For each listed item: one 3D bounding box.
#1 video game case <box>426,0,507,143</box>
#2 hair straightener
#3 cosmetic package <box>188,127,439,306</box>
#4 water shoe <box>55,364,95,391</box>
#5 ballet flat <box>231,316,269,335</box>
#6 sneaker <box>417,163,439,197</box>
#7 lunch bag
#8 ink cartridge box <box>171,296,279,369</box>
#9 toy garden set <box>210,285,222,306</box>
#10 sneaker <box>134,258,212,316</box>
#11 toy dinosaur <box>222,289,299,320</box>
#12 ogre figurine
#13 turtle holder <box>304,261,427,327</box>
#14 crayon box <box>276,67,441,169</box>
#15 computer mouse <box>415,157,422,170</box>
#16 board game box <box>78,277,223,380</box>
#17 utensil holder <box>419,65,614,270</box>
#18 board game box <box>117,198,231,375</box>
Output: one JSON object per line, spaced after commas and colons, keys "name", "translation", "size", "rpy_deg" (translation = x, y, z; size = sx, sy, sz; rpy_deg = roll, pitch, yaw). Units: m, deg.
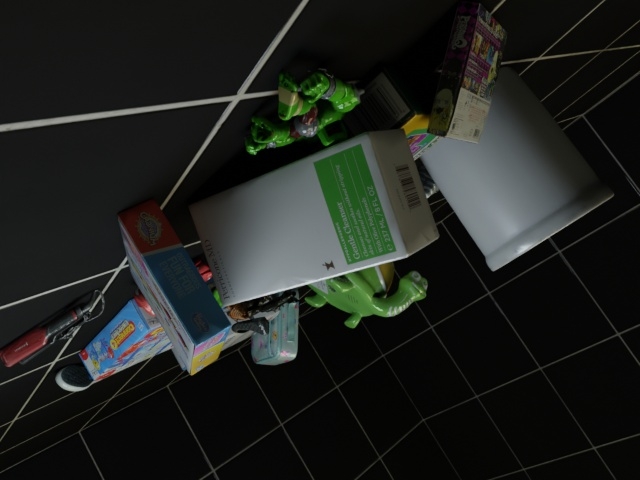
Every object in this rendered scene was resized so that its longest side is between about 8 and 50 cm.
{"name": "video game case", "translation": [0.259, -0.278, 1.059], "size": [0.232, 0.041, 0.210], "rpy_deg": [-13, 118, -62]}
{"name": "hair straightener", "translation": [-0.518, 0.170, 1.216], "size": [0.230, 0.047, 0.089], "rpy_deg": [-38, 170, 4]}
{"name": "cosmetic package", "translation": [-0.017, -0.032, 1.012], "size": [0.365, 0.197, 0.155], "rpy_deg": [-19, -178, 31]}
{"name": "water shoe", "translation": [-0.665, 0.383, 1.662], "size": [0.080, 0.073, 0.203], "rpy_deg": [-31, 169, 6]}
{"name": "ballet flat", "translation": [-0.192, 0.236, 1.633], "size": [0.057, 0.049, 0.173], "rpy_deg": [-7, 172, -34]}
{"name": "sneaker", "translation": [0.287, -0.144, 1.679], "size": [0.229, 0.086, 0.132], "rpy_deg": [-48, 156, -20]}
{"name": "lunch bag", "translation": [-0.163, 0.299, 2.199], "size": [0.107, 0.279, 0.224], "rpy_deg": [9, 159, -29]}
{"name": "ink cartridge box", "translation": [-0.323, 0.283, 2.043], "size": [0.307, 0.129, 0.223], "rpy_deg": [-22, 165, -44]}
{"name": "toy garden set", "translation": [-0.223, 0.092, 1.457], "size": [0.204, 0.049, 0.244], "rpy_deg": [-52, 171, 31]}
{"name": "sneaker", "translation": [-0.317, 0.089, 1.349], "size": [0.128, 0.087, 0.221], "rpy_deg": [-42, -179, 8]}
{"name": "toy dinosaur", "translation": [-0.191, 0.164, 1.724], "size": [0.218, 0.164, 0.322], "rpy_deg": [-27, -148, 4]}
{"name": "ogre figurine", "translation": [-0.021, -0.180, 0.882], "size": [0.118, 0.097, 0.197], "rpy_deg": [-9, 146, -38]}
{"name": "turtle holder", "translation": [0.095, 0.070, 1.592], "size": [0.320, 0.243, 0.227], "rpy_deg": [6, -131, 50]}
{"name": "crayon box", "translation": [0.087, -0.173, 1.194], "size": [0.363, 0.106, 0.313], "rpy_deg": [-39, 171, 31]}
{"name": "computer mouse", "translation": [0.281, -0.217, 1.740], "size": [0.193, 0.042, 0.106], "rpy_deg": [-25, 166, -35]}
{"name": "board game box", "translation": [-0.413, 0.215, 1.582], "size": [0.302, 0.086, 0.308], "rpy_deg": [-40, 167, 36]}
{"name": "utensil holder", "translation": [0.449, -0.174, 1.481], "size": [0.327, 0.386, 0.327], "rpy_deg": [-30, 170, -6]}
{"name": "board game box", "translation": [-0.255, 0.097, 1.067], "size": [0.064, 0.242, 0.316], "rpy_deg": [-30, 170, -21]}
